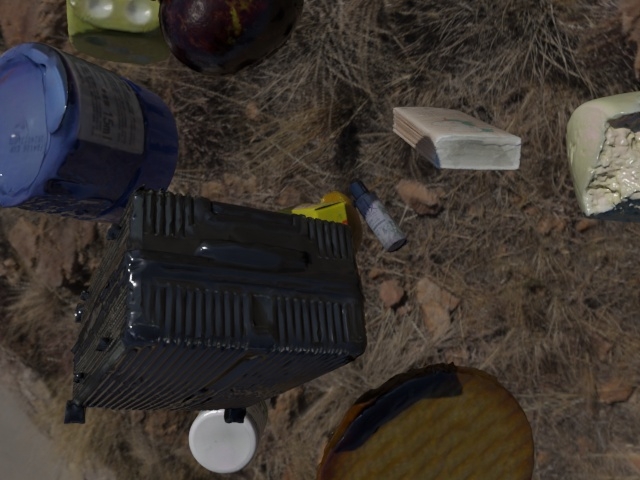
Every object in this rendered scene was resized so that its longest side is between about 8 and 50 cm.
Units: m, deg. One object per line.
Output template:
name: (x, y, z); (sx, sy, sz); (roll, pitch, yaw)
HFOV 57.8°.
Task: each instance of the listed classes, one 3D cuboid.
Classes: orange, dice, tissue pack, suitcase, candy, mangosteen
orange: (0.007, 0.003, 1.845); (0.196, 0.334, 0.262); (35, 150, 44)
dice: (-0.335, -0.405, 0.981); (0.166, 0.169, 0.169); (0, 89, -18)
tissue pack: (0.269, -0.218, 1.204); (0.170, 0.325, 0.071); (-2, 112, -8)
suitcase: (-0.125, 0.095, 0.611); (0.229, 0.152, 0.335); (8, 153, -28)
candy: (0.000, 0.058, 1.254); (0.146, 0.088, 0.276); (3, 106, 51)
mangosteen: (-0.131, -0.313, 0.710); (0.192, 0.192, 0.217); (-27, 122, 29)

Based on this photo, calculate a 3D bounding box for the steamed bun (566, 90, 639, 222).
steamed bun: (0.446, -0.114, 0.764); (0.225, 0.200, 0.170); (-7, 153, -11)

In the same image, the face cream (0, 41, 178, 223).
face cream: (-0.390, -0.159, 0.913); (0.249, 0.225, 0.249); (-4, 82, 27)

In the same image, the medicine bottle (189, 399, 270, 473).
medicine bottle: (-0.178, 0.370, 1.215); (0.139, 0.237, 0.139); (1, 96, 5)

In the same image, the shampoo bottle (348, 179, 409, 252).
shampoo bottle: (0.147, -0.067, 1.535); (0.072, 0.072, 0.214); (-48, 62, 32)

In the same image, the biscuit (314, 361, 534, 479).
biscuit: (0.138, 0.309, 0.741); (0.318, 0.040, 0.318); (-3, 101, -19)
